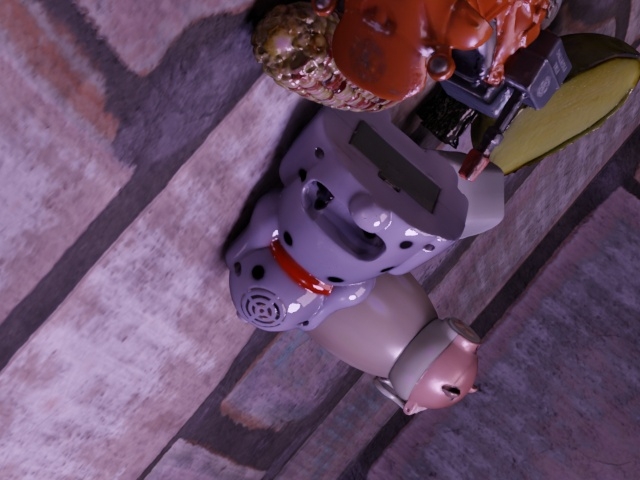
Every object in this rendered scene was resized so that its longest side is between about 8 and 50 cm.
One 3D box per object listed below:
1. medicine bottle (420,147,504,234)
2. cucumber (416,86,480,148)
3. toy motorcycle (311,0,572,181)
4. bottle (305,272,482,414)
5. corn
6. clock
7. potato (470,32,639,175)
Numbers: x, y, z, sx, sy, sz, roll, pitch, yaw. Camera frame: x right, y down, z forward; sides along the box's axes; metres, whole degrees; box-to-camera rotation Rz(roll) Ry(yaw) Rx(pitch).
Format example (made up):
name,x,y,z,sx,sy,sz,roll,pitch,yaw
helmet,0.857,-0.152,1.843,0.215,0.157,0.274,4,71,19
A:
name,x,y,z,sx,sy,sz,roll,pitch,yaw
medicine bottle,0.123,-0.052,1.701,0.296,0.161,0.111,0,90,-69
cucumber,0.207,-0.216,1.735,0.245,0.067,0.067,-51,166,-1
toy motorcycle,0.113,-0.188,1.197,0.221,0.147,0.325,-55,154,-4
bottle,0.099,0.120,1.893,0.147,0.236,0.147,-46,164,-17
corn,0.016,-0.155,1.270,0.086,0.086,0.253,-54,164,13
clock,0.003,-0.003,1.485,0.254,0.189,0.189,-45,171,36
potato,0.290,-0.197,1.932,0.271,0.111,0.160,-28,149,-24
